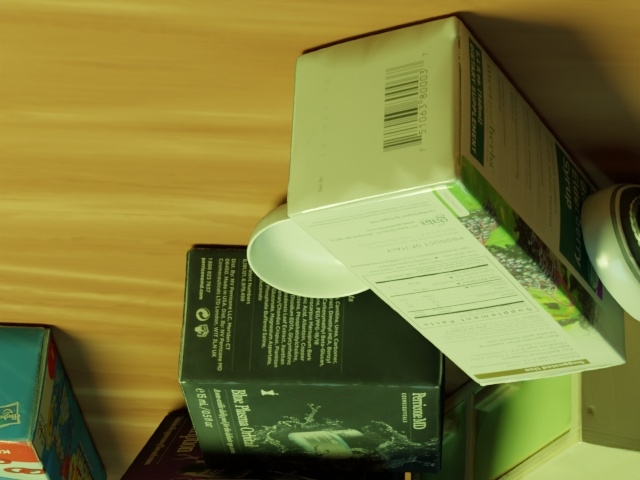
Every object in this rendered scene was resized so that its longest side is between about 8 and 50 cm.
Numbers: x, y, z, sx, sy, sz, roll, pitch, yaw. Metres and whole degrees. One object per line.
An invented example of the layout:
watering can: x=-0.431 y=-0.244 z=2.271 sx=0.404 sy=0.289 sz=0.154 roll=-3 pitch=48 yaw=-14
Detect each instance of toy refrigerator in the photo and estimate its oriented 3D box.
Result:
toy refrigerator: x=0.146 y=0.137 z=1.284 sx=0.094 sy=0.102 sz=0.269 roll=11 pitch=153 yaw=-16

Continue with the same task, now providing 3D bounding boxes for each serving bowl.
serving bowl: x=0.000 y=0.000 z=1.098 sx=0.083 sy=0.027 sz=0.083 roll=3 pitch=145 yaw=2

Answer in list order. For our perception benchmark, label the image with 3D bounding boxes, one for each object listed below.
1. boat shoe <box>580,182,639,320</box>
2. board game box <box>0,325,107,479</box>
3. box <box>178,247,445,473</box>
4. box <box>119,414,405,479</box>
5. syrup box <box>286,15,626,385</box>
boat shoe: x=0.234 y=0.016 z=1.057 sx=0.076 sy=0.080 sz=0.228 roll=-25 pitch=144 yaw=35
board game box: x=-0.331 y=0.155 z=1.394 sx=0.308 sy=0.086 sz=0.302 roll=2 pitch=154 yaw=3
box: x=-0.001 y=0.078 z=1.192 sx=0.158 sy=0.093 sz=0.156 roll=0 pitch=154 yaw=4
box: x=-0.038 y=0.196 z=1.286 sx=0.184 sy=0.103 sz=0.261 roll=3 pitch=-171 yaw=4
syrup box: x=0.079 y=-0.012 z=0.996 sx=0.096 sy=0.093 sz=0.237 roll=-11 pitch=150 yaw=26
